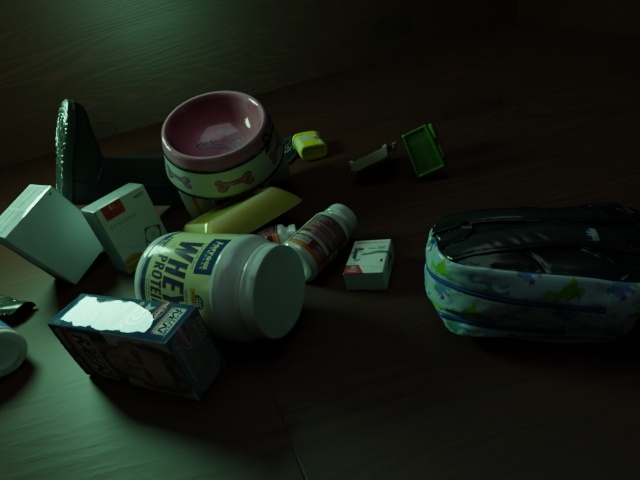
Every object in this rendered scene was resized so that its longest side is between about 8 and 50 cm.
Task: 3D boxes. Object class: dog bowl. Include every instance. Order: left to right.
[{"bbox_3d":[-0.332,-0.332,1.428,0.409,0.150,0.407,-3,55,4],"label":"dog bowl"}]

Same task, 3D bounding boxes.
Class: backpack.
[{"bbox_3d":[0.372,0.053,0.796,0.356,0.273,0.290,10,37,2],"label":"backpack"}]

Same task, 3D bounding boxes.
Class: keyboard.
[{"bbox_3d":[-0.186,-0.413,1.983,0.202,0.033,0.317,-5,32,19],"label":"keyboard"}]

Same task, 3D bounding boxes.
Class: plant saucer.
[{"bbox_3d":[-0.270,-0.073,1.341,0.333,0.080,0.333,-33,18,-27],"label":"plant saucer"}]

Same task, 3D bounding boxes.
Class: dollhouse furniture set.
[{"bbox_3d":[0.272,-0.271,1.508,0.302,0.151,0.197,-22,6,24],"label":"dollhouse furniture set"}]

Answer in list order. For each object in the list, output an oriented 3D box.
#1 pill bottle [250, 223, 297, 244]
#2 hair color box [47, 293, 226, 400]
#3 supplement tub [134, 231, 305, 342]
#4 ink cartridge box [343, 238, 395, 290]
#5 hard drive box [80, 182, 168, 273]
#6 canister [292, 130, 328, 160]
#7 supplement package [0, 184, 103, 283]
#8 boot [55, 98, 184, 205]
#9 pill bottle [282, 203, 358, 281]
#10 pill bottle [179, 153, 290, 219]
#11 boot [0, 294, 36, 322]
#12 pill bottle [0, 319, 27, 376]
[{"bbox_3d":[-0.139,0.003,1.240,0.152,0.086,0.086,-16,31,2],"label":"pill bottle"},{"bbox_3d":[-0.394,0.220,0.927,0.348,0.173,0.105,0,36,26],"label":"hair color box"},{"bbox_3d":[-0.223,0.100,0.979,0.325,0.235,0.235,2,36,28],"label":"supplement tub"},{"bbox_3d":[0.121,0.057,1.059,0.099,0.056,0.135,-4,34,21],"label":"ink cartridge box"},{"bbox_3d":[-0.614,-0.040,1.392,0.089,0.232,0.181,10,41,37],"label":"hard drive box"},{"bbox_3d":[-0.045,-0.405,1.856,0.126,0.073,0.170,-12,32,-8],"label":"canister"},{"bbox_3d":[-0.863,-0.018,1.399,0.145,0.261,0.204,6,57,33],"label":"supplement package"},{"bbox_3d":[-0.697,-0.296,1.578,0.446,0.366,0.146,-3,29,-40],"label":"boot"},{"bbox_3d":[0.000,0.000,1.145,0.121,0.121,0.221,11,41,38],"label":"pill bottle"},{"bbox_3d":[-0.326,-0.247,1.595,0.393,0.224,0.224,-23,32,-12],"label":"pill bottle"},{"bbox_3d":[-0.970,0.234,1.281,0.137,0.076,0.197,2,37,20],"label":"boot"},{"bbox_3d":[-0.871,0.266,1.129,0.222,0.124,0.124,11,40,37],"label":"pill bottle"}]
